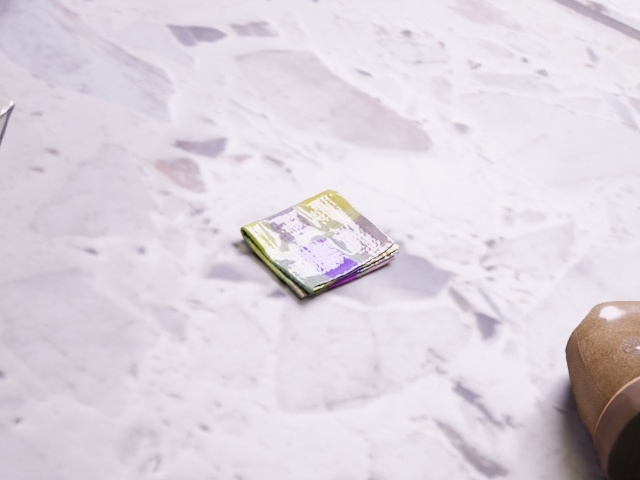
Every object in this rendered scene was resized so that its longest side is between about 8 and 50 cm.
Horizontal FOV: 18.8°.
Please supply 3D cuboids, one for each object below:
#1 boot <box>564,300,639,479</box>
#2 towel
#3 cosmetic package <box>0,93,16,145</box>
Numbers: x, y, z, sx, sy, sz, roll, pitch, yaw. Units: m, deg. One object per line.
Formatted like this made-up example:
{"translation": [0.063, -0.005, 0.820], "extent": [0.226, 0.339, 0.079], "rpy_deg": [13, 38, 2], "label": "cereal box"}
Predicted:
{"translation": [0.279, 0.082, 1.072], "extent": [0.305, 0.112, 0.115], "rpy_deg": [6, 31, -20], "label": "boot"}
{"translation": [0.000, 0.000, 1.081], "extent": [0.060, 0.009, 0.083], "rpy_deg": [44, 41, 21], "label": "towel"}
{"translation": [-0.309, -0.048, 0.844], "extent": [0.309, 0.160, 0.113], "rpy_deg": [27, 37, 4], "label": "cosmetic package"}
